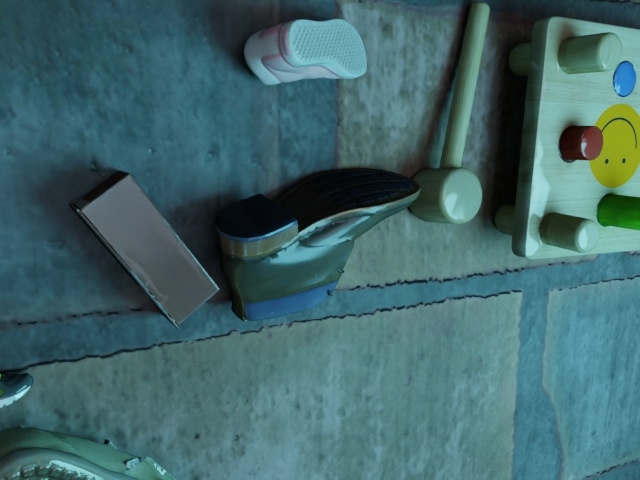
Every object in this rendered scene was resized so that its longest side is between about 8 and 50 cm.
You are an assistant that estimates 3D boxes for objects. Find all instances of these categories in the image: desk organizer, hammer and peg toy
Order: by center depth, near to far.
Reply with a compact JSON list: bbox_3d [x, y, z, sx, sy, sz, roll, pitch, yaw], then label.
[{"bbox_3d":[-0.147,0.007,0.518,0.050,0.047,0.130,-41,116,-17],"label":"desk organizer"},{"bbox_3d":[0.282,-0.113,0.670,0.360,0.127,0.266,-2,101,-27],"label":"hammer and peg toy"}]

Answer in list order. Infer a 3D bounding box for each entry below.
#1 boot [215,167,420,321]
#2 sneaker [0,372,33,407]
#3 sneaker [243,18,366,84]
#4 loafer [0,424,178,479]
[{"bbox_3d":[0.000,0.000,0.592,0.219,0.082,0.106,-17,129,-28],"label":"boot"},{"bbox_3d":[-0.273,0.115,0.482,0.083,0.031,0.035,-10,104,-26],"label":"sneaker"},{"bbox_3d":[-0.015,-0.169,0.555,0.134,0.070,0.051,-16,100,-55],"label":"sneaker"},{"bbox_3d":[-0.178,0.226,0.525,0.102,0.092,0.269,-44,133,-11],"label":"loafer"}]
